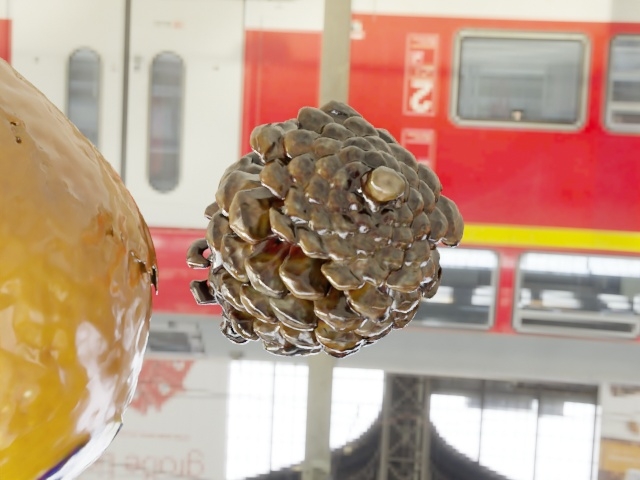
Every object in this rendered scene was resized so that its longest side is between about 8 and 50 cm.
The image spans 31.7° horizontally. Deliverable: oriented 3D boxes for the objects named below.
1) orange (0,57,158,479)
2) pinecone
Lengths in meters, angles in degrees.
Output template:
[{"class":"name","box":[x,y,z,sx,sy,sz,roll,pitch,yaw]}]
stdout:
[{"class":"orange","box":[-0.167,0.012,0.425,0.193,0.219,0.219,-32,-170,-5]},{"class":"pinecone","box":[0.000,0.000,1.036,0.224,0.224,0.272,0,153,-26]}]
